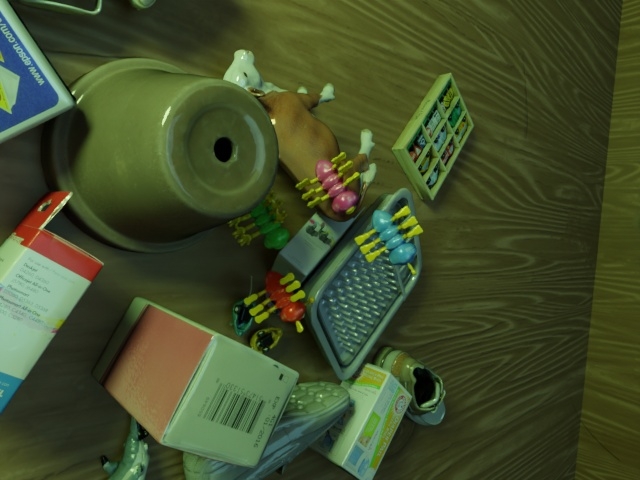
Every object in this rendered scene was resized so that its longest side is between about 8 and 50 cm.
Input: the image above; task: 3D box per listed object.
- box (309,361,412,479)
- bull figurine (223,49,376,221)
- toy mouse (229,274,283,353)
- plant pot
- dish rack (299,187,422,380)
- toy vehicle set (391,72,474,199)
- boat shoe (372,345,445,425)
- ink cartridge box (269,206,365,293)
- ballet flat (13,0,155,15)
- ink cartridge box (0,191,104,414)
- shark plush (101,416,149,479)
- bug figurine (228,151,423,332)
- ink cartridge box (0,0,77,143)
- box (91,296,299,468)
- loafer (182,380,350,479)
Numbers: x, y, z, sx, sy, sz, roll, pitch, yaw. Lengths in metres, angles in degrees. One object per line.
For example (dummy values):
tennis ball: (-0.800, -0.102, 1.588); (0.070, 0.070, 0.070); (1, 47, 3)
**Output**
box: (0.085, 0.371, 0.944); (0.114, 0.103, 0.203); (50, 62, -34)
bull figurine: (-0.027, -0.176, 0.750); (0.310, 0.101, 0.188); (54, 52, -10)
toy mouse: (-0.107, 0.121, 0.789); (0.161, 0.031, 0.143); (-34, 117, -35)
plant pot: (-0.178, -0.103, 0.568); (0.263, 0.229, 0.263); (-7, 100, -42)
dish rack: (0.083, 0.081, 0.899); (0.333, 0.072, 0.285); (-50, 142, -27)
toy vehicle set: (0.280, -0.251, 1.102); (0.166, 0.035, 0.267); (49, 62, -34)
boat shoe: (0.236, 0.366, 1.083); (0.302, 0.103, 0.113); (48, 63, -35)
ink cartridge box: (-0.006, -0.002, 0.813); (0.061, 0.104, 0.181); (40, 62, 3)
ballet flat: (-0.266, -0.335, 0.555); (0.316, 0.107, 0.106); (-24, 114, -28)
ink cartridge box: (-0.331, 0.059, 0.506); (0.078, 0.134, 0.231); (42, 67, -36)
shark plush: (-0.279, 0.322, 0.641); (0.067, 0.073, 0.161); (13, 90, -13)
bug figurine: (0.000, 0.000, 0.677); (0.216, 0.279, 0.072); (62, 14, 1)
ink cartridge box: (-0.449, -0.189, 0.397); (0.307, 0.072, 0.303); (-32, 118, -12)
box: (-0.170, 0.177, 0.600); (0.148, 0.232, 0.127); (39, 69, -38)
loafer: (-0.081, 0.342, 0.793); (0.319, 0.112, 0.111); (-13, 109, -33)
